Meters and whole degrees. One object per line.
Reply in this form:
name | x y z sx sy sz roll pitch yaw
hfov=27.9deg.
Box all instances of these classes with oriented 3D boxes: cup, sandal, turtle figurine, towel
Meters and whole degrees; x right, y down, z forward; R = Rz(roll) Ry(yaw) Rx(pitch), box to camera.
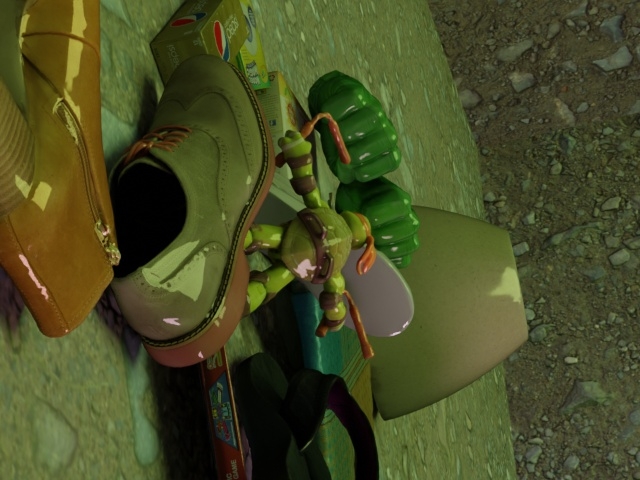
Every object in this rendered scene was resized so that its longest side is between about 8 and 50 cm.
cup | 0.181 0.088 1.934 0.331 0.236 0.331 -10 90 -84
sandal | 0.004 0.214 1.244 0.168 0.107 0.446 60 1 -15
turtle figurine | -0.022 0.022 1.289 0.217 0.087 0.270 -20 109 -32
towel | 0.023 0.205 1.605 0.271 0.040 0.370 -34 120 -74

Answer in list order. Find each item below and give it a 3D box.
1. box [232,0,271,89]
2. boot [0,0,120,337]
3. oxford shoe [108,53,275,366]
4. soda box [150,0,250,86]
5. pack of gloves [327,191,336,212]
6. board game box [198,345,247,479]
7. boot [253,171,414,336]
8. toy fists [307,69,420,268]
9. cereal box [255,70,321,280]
box | -0.104 -0.240 1.543 0.105 0.043 0.179 -38 117 -75
boot | -0.198 -0.093 0.949 0.211 0.104 0.295 72 19 -44
oxford shoe | -0.122 -0.063 1.163 0.130 0.123 0.348 56 24 -45
soda box | -0.127 -0.219 1.394 0.181 0.058 0.061 -75 150 -63
pack of gloves | 0.018 0.060 1.828 0.195 0.046 0.232 -91 170 -79
board game box | -0.081 0.226 1.178 0.145 0.027 0.281 117 -37 -80
boot | 0.000 0.000 1.445 0.258 0.095 0.123 38 18 -5
toy fists | 0.058 -0.087 1.708 0.142 0.096 0.279 40 -30 57
cereal box | -0.039 -0.073 1.649 0.173 0.047 0.240 55 28 -64
